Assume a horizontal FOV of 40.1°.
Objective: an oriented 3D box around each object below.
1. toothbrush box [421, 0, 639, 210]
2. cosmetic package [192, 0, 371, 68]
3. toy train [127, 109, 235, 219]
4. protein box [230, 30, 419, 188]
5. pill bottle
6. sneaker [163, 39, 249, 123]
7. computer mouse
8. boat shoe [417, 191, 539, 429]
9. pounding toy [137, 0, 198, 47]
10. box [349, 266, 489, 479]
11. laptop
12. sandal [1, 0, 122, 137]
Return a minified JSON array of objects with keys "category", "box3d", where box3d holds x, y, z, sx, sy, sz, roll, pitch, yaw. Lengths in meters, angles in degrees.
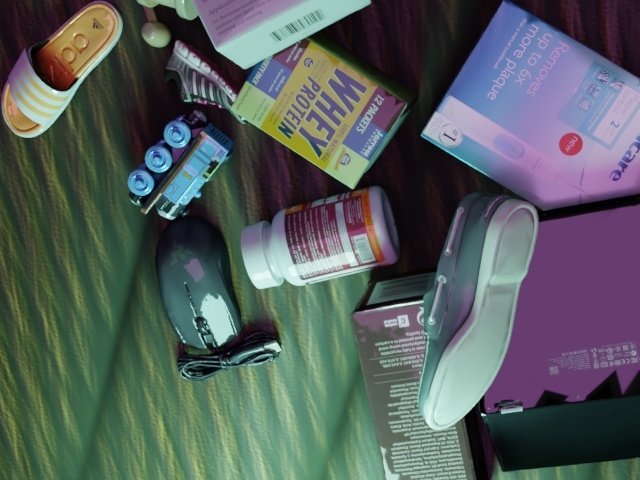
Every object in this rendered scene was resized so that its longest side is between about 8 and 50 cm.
[{"category":"toothbrush box","box3d":[0.322,-0.167,1.220,0.295,0.126,0.216,32,107,1]},{"category":"cosmetic package","box3d":[-0.103,-0.419,1.042,0.196,0.155,0.366,-24,89,8]},{"category":"toy train","box3d":[-0.219,-0.112,1.360,0.105,0.080,0.184,39,106,-6]},{"category":"protein box","box3d":[0.013,-0.195,1.231,0.199,0.201,0.136,33,106,2]},{"category":"pill bottle","box3d":[0.000,0.000,1.320,0.221,0.121,0.121,-14,100,13]},{"category":"sneaker","box3d":[-0.172,-0.225,1.333,0.170,0.063,0.075,41,106,5]},{"category":"computer mouse","box3d":[-0.186,0.095,1.402,0.188,0.072,0.272,-15,99,15]},{"category":"boat shoe","box3d":[0.187,0.089,1.148,0.099,0.116,0.320,28,106,46]},{"category":"pounding toy","box3d":[-0.228,-0.411,1.252,0.154,0.154,0.270,18,105,6]},{"category":"box","box3d":[0.157,0.249,1.313,0.143,0.191,0.382,-11,99,13]},{"category":"laptop","box3d":[0.413,0.146,1.256,0.381,0.236,0.408,-10,90,12]},{"category":"sandal","box3d":[-0.419,-0.271,1.360,0.102,0.076,0.265,45,106,-1]}]
